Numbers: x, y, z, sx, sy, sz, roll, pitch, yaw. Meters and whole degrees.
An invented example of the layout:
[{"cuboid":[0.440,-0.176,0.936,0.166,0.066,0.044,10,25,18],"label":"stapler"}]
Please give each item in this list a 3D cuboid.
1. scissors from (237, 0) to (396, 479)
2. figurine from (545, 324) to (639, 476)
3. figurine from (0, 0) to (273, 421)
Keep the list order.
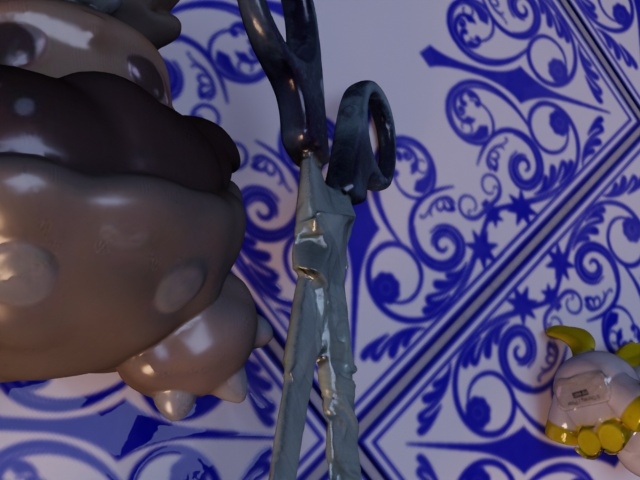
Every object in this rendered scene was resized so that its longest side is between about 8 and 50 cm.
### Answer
[{"cuboid":[0.000,0.000,0.467,0.256,0.029,0.383,47,40,-52],"label":"scissors"},{"cuboid":[0.285,0.145,0.664,0.178,0.109,0.129,21,48,-25],"label":"figurine"},{"cuboid":[-0.166,-0.079,0.435,0.248,0.203,0.380,10,59,-42],"label":"figurine"}]
